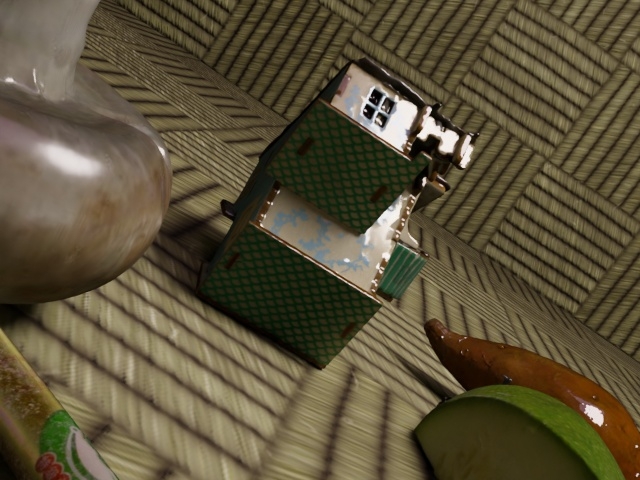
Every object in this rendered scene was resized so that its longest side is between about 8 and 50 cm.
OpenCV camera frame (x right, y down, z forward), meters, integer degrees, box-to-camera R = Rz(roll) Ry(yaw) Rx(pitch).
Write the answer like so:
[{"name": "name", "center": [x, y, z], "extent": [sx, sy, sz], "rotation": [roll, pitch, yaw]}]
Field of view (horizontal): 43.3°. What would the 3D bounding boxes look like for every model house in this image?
[{"name": "model house", "center": [0.000, 0.000, 0.718], "extent": [0.178, 0.206, 0.271], "rotation": [35, -28, -15]}]

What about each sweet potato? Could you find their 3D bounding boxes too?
[{"name": "sweet potato", "center": [0.243, 0.188, 0.784], "extent": [0.359, 0.112, 0.112], "rotation": [40, 12, 23]}]

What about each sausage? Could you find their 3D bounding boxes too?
[{"name": "sausage", "center": [-0.096, 0.108, 0.330], "extent": [0.269, 0.032, 0.033], "rotation": [40, 12, 28]}]

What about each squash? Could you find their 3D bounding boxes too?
[{"name": "squash", "center": [0.143, 0.181, 0.532], "extent": [0.203, 0.111, 0.289], "rotation": [36, 12, 15]}]

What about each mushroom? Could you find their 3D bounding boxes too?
[{"name": "mushroom", "center": [-0.177, -0.090, 0.442], "extent": [0.244, 0.243, 0.243], "rotation": [33, 11, -7]}]
